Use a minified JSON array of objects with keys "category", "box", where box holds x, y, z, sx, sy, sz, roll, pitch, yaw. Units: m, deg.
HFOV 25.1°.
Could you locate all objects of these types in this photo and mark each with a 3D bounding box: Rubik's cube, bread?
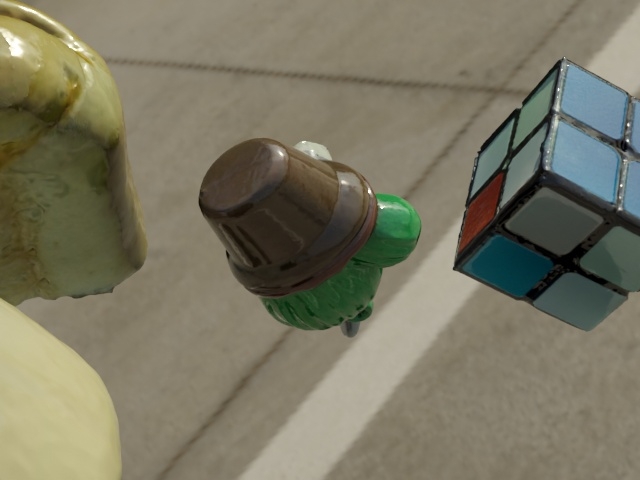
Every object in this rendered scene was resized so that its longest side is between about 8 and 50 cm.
[{"category":"Rubik's cube","box":[0.257,-0.043,1.455,0.180,0.167,0.183,-50,17,49]},{"category":"bread","box":[-0.329,-0.090,1.329,0.300,0.341,0.210,-15,59,-5]}]

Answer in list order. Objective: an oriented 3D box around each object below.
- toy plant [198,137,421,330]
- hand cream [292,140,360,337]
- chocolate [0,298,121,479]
[{"category":"toy plant","box":[0.000,0.000,1.051,0.143,0.200,0.105,-28,49,21]},{"category":"hand cream","box":[0.008,-0.009,1.371,0.048,0.079,0.255,-11,35,-2]},{"category":"chocolate","box":[-0.254,0.163,0.747,0.314,0.297,0.326,-29,28,49]}]
